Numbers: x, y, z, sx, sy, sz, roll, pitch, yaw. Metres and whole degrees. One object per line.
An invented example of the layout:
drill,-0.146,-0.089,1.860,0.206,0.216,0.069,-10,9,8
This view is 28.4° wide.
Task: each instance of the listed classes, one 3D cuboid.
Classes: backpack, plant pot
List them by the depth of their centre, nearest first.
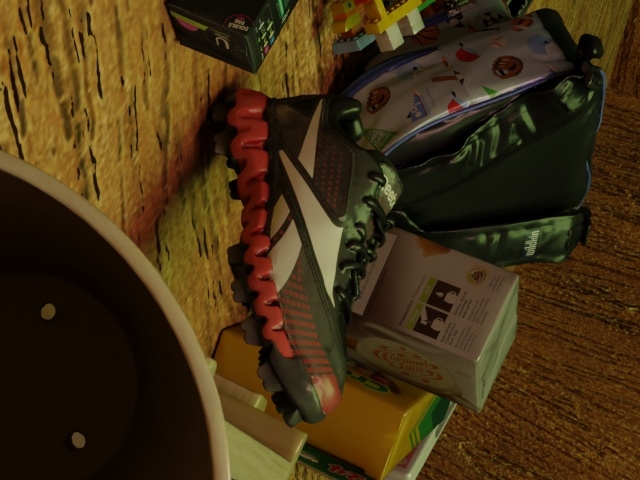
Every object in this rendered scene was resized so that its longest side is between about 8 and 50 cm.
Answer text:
plant pot,-0.161,0.081,0.568,0.274,0.256,0.256,-113,-134,-88
backpack,0.132,-0.100,1.262,0.263,0.213,0.276,-24,140,-13

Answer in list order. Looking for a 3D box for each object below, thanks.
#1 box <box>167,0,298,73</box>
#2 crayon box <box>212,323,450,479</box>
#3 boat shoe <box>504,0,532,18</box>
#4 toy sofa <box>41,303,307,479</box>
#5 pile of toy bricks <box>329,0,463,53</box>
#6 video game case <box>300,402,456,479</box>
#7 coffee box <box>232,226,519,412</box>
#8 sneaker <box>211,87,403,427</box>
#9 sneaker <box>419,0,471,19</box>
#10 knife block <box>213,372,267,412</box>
box,-0.054,-0.166,0.846,0.083,0.062,0.052,-62,166,-18
crayon box,0.014,0.148,1.292,0.081,0.202,0.318,-70,166,11
boat shoe,0.209,-0.243,1.556,0.340,0.113,0.127,-66,166,-2
toy sofa,-0.135,0.165,0.899,0.177,0.150,0.362,-65,166,-11
pile of toy bricks,0.070,-0.254,1.123,0.212,0.118,0.105,-41,118,-37
video game case,0.071,0.162,1.515,0.285,0.204,0.025,-53,145,-43
coffee box,0.055,0.055,1.191,0.098,0.246,0.141,-61,162,-22
sneaker,0.000,0.000,0.929,0.097,0.135,0.276,78,3,-61
sneaker,0.165,-0.305,1.412,0.221,0.087,0.128,-62,179,36
knife block,-0.159,0.270,1.093,0.242,0.088,0.275,-44,154,-57
